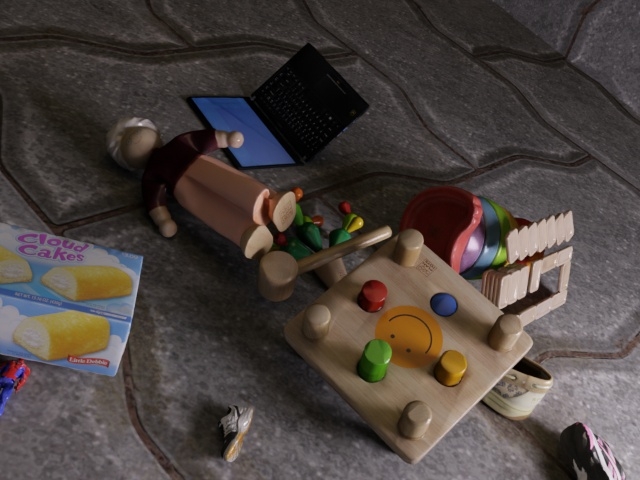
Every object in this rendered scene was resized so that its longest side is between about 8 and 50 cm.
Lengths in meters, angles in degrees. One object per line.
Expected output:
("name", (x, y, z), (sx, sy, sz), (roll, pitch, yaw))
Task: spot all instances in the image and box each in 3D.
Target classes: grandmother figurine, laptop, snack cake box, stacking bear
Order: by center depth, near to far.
("snack cake box", (-0.361, 0.060, 0.889), (0.264, 0.089, 0.152), (14, 29, -16))
("grandmother figurine", (-0.201, -0.104, 1.160), (0.342, 0.104, 0.208), (28, 59, 22))
("stacking bear", (0.298, 0.001, 1.331), (0.288, 0.176, 0.164), (9, 17, -37))
("laptop", (-0.085, -0.271, 1.441), (0.234, 0.264, 0.136), (53, 7, 31))

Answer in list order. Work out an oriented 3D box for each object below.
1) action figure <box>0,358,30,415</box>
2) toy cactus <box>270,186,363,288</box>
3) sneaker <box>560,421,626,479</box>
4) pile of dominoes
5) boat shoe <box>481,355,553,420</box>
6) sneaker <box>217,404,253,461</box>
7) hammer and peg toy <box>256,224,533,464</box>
("action figure", (-0.359, 0.165, 0.832), (0.038, 0.030, 0.115), (19, 34, -5))
("toy cactus", (0.000, 0.000, 1.206), (0.219, 0.112, 0.181), (-4, 55, -47))
("sneaker", (0.406, 0.344, 1.044), (0.077, 0.072, 0.178), (26, 40, -19))
("pile of dominoes", (0.371, 0.049, 1.303), (0.040, 0.196, 0.251), (18, 24, 41))
("boat shoe", (0.225, 0.156, 1.143), (0.285, 0.089, 0.104), (35, 38, 13))
("sneaker", (-0.111, 0.236, 0.898), (0.036, 0.032, 0.083), (14, 31, 6))
("hammer and peg toy", (0.089, 0.096, 1.033), (0.266, 0.127, 0.361), (-36, 66, -24))
